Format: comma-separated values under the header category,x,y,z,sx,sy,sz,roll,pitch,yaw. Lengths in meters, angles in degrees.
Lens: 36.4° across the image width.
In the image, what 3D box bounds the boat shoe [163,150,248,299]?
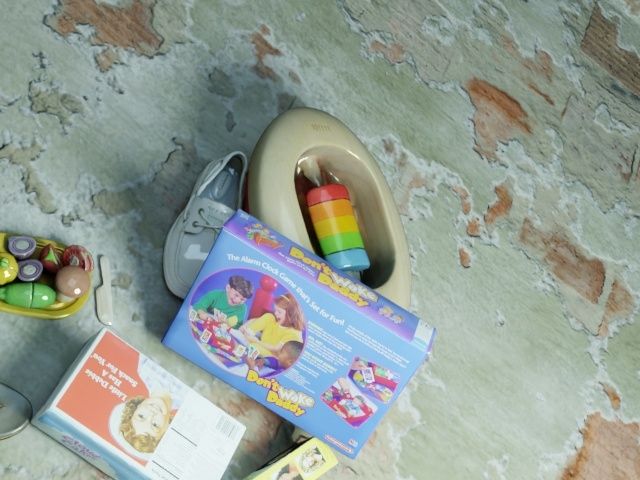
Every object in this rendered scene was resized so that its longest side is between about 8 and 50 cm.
category,x,y,z,sx,sy,sz,roll,pitch,yaw
boat shoe,-0.183,-0.035,1.597,0.098,0.096,0.277,24,56,-19

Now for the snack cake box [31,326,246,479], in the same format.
category,x,y,z,sx,sy,sz,roll,pitch,yaw
snack cake box,-0.257,0.267,1.400,0.264,0.089,0.152,39,52,-13

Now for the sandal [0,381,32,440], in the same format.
category,x,y,z,sx,sy,sz,roll,pitch,yaw
sandal,-0.491,0.199,1.317,0.219,0.060,0.090,38,53,-17

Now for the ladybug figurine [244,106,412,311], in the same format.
category,x,y,z,sx,sy,sz,roll,pitch,yaw
ladybug figurine,0.000,0.000,1.636,0.305,0.162,0.449,0,69,-40

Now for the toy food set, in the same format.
category,x,y,z,sx,sy,sz,roll,pitch,yaw
toy food set,-0.400,0.046,1.442,0.218,0.071,0.128,12,61,-26

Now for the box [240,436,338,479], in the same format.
category,x,y,z,sx,sy,sz,roll,pitch,yaw
box,-0.087,0.375,1.460,0.232,0.087,0.058,-28,85,-38

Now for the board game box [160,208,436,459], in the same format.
category,x,y,z,sx,sy,sz,roll,pitch,yaw
board game box,-0.035,0.144,1.463,0.347,0.233,0.078,32,27,1
